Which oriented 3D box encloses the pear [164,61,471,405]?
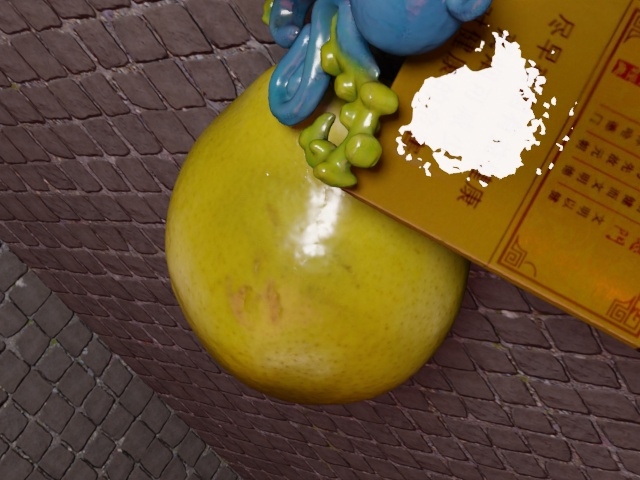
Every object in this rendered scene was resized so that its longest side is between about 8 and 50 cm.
[{"bbox_3d":[0.000,0.000,1.087,0.363,0.362,0.418,26,125,11],"label":"pear"}]

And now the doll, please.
[{"bbox_3d":[0.049,-0.232,0.785,0.099,0.346,0.341,8,-156,-26],"label":"doll"}]

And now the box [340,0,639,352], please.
[{"bbox_3d":[0.258,-0.058,0.817,0.415,0.264,0.116,27,-174,8],"label":"box"}]
